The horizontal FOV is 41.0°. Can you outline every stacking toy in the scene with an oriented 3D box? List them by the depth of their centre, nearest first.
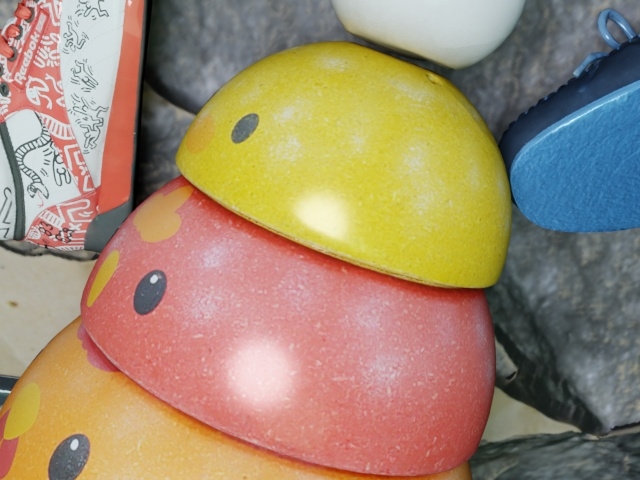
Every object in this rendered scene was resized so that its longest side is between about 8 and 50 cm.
[{"bbox_3d":[0.000,0.000,0.539,0.350,0.350,0.480,17,100,-14],"label":"stacking toy"}]

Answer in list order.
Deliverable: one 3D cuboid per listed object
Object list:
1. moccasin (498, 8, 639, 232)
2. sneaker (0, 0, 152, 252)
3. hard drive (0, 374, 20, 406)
[{"bbox_3d":[0.275,-0.110,0.573,0.342,0.117,0.138,-21,130,1],"label":"moccasin"},{"bbox_3d":[-0.183,-0.113,0.539,0.145,0.090,0.270,6,121,-11],"label":"sneaker"},{"bbox_3d":[-0.270,0.155,0.719,0.135,0.022,0.094,9,118,-10],"label":"hard drive"}]
